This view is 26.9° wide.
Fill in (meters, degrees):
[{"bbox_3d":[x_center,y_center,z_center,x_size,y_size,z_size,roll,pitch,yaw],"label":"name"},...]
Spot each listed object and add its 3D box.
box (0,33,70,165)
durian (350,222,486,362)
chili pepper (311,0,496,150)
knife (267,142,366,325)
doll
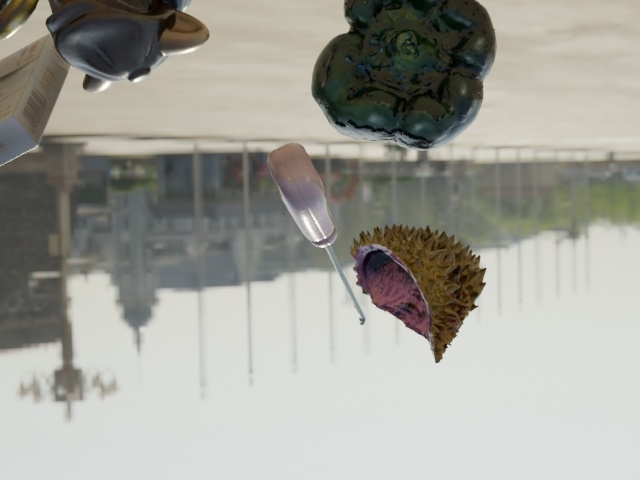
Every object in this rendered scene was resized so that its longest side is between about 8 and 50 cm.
[{"bbox_3d":[-0.470,-0.201,2.012,0.149,0.067,0.233,-22,-146,21],"label":"box"},{"bbox_3d":[0.153,0.042,1.976,0.186,0.154,0.260,-18,-154,-34],"label":"durian"},{"bbox_3d":[0.116,-0.235,1.819,0.233,0.248,0.256,34,-177,2],"label":"chili pepper"},{"bbox_3d":[-0.001,-0.003,1.433,0.043,0.081,0.336,-26,150,-2],"label":"knife"},{"bbox_3d":[-0.259,-0.368,1.698,0.318,0.340,0.209,-4,158,28],"label":"doll"}]
